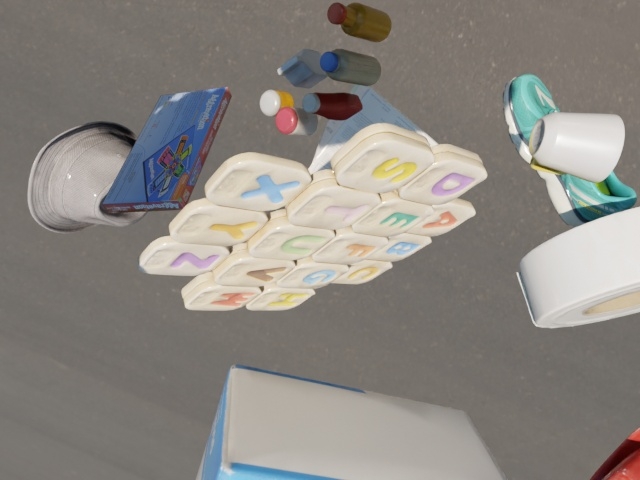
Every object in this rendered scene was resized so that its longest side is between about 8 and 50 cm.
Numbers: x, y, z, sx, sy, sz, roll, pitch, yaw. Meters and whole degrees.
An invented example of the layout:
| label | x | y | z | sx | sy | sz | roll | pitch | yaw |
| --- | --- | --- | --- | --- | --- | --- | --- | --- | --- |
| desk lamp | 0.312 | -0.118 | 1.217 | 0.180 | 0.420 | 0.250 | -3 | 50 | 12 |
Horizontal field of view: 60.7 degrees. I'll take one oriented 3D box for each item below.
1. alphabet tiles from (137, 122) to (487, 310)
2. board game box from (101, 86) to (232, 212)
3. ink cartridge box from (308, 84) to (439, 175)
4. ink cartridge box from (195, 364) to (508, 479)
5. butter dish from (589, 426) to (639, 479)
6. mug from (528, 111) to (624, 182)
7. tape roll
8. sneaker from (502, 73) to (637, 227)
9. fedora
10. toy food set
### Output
| label | x | y | z | sx | sy | sz | roll | pitch | yaw |
| --- | --- | --- | --- | --- | --- | --- | --- | --- | --- |
| alphabet tiles | 0.000 | 0.000 | 0.488 | 0.278 | 0.021 | 0.284 | 7 | 147 | -42 |
| board game box | -0.259 | -0.163 | 0.951 | 0.145 | 0.281 | 0.027 | -2 | 141 | 19 |
| ink cartridge box | 0.068 | -0.120 | 0.916 | 0.181 | 0.056 | 0.224 | 32 | 104 | -30 |
| ink cartridge box | -0.013 | 0.363 | 0.583 | 0.286 | 0.166 | 0.394 | 15 | 107 | -13 |
| butter dish | 0.353 | 0.317 | 0.600 | 0.118 | 0.160 | 0.160 | -6 | 130 | -27 |
| mug | 0.225 | -0.082 | 0.500 | 0.064 | 0.062 | 0.078 | 10 | 130 | -2 |
| tape roll | 0.454 | 0.046 | 0.827 | 0.286 | 0.100 | 0.286 | -10 | 159 | -4 |
| sneaker | 0.391 | -0.151 | 0.854 | 0.275 | 0.107 | 0.110 | 58 | 155 | 5 |
| fedora | -0.424 | -0.107 | 1.097 | 0.124 | 0.275 | 0.243 | 26 | 109 | 15 |
| toy food set | -0.012 | -0.216 | 0.742 | 0.232 | 0.105 | 0.111 | -23 | 83 | 38 |
